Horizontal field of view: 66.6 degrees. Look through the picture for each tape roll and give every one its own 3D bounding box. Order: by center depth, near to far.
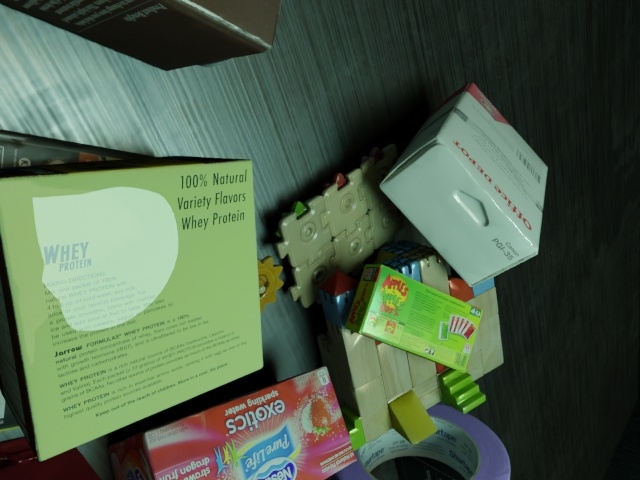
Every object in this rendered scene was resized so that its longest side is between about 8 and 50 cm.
[{"bbox_3d":[0.154,0.370,0.776,0.274,0.274,0.090,-18,110,-41],"label":"tape roll"}]

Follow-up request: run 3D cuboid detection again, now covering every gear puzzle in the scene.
[{"bbox_3d":[0.000,0.000,0.713,0.339,0.044,0.175,-37,133,-29],"label":"gear puzzle"}]

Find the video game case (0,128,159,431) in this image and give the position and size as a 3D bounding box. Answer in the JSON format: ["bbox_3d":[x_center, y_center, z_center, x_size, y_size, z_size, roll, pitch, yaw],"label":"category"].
[{"bbox_3d":[-0.239,0.043,0.491,0.248,0.035,0.275,4,95,-44],"label":"video game case"}]

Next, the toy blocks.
[{"bbox_3d":[0.141,0.124,0.771,0.381,0.190,0.261,-20,108,-25],"label":"toy blocks"}]

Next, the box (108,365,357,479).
[{"bbox_3d":[-0.096,0.255,0.584,0.256,0.122,0.128,-6,71,-43],"label":"box"}]

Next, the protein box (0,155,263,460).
[{"bbox_3d":[-0.173,0.033,0.432,0.199,0.136,0.201,-13,108,-41],"label":"protein box"}]

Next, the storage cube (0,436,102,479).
[{"bbox_3d":[-0.281,0.301,0.394,0.183,0.193,0.215,6,93,-45],"label":"storage cube"}]

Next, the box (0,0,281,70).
[{"bbox_3d":[-0.220,-0.256,0.335,0.381,0.191,0.143,13,90,-45],"label":"box"}]

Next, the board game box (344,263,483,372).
[{"bbox_3d":[0.130,0.107,0.665,0.181,0.043,0.092,24,78,-22],"label":"board game box"}]

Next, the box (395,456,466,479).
[{"bbox_3d":[0.263,0.508,0.977,0.103,0.184,0.261,-35,121,-37],"label":"box"}]

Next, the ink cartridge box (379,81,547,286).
[{"bbox_3d":[0.231,-0.099,0.747,0.207,0.117,0.283,47,40,-6],"label":"ink cartridge box"}]
